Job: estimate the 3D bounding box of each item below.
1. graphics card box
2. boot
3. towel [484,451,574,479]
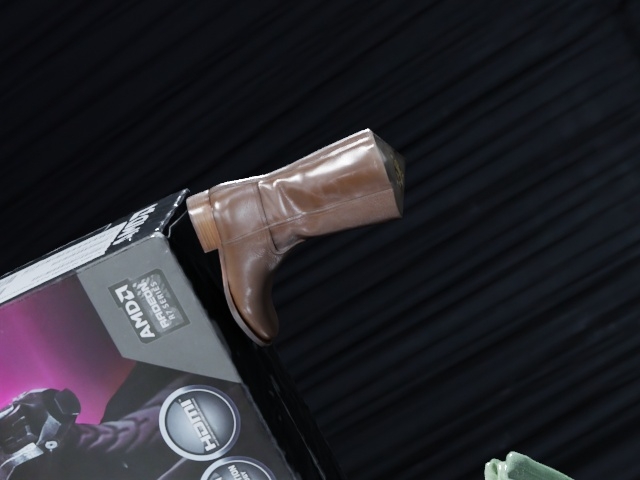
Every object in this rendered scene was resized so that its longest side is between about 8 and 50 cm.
[{"bbox_3d":[-0.188,0.152,0.818,0.233,0.370,0.094,63,-168,-13],"label":"graphics card box"},{"bbox_3d":[0.000,0.000,0.740,0.037,0.114,0.106,-101,-10,-54],"label":"boot"},{"bbox_3d":[0.226,0.334,1.135,0.247,0.038,0.325,27,-144,-4],"label":"towel"}]
